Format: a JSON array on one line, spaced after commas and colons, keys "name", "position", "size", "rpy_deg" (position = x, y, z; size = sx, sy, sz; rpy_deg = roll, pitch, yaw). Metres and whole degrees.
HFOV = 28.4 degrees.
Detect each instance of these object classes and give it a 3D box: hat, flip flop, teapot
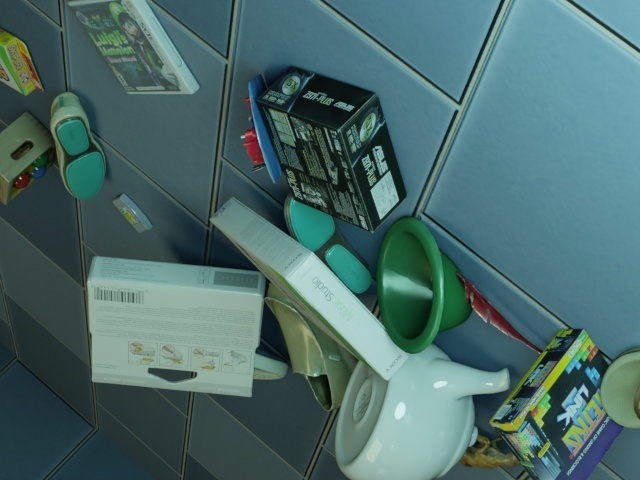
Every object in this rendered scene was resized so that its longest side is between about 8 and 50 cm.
[{"name": "hat", "position": [0.195, 0.070, 1.713], "size": [0.173, 0.183, 0.209], "rpy_deg": [159, 108, -63]}, {"name": "flip flop", "position": [0.419, 0.183, 1.476], "size": [0.112, 0.080, 0.277], "rpy_deg": [47, 153, -12]}, {"name": "teapot", "position": [0.144, 0.270, 1.888], "size": [0.187, 0.253, 0.256], "rpy_deg": [20, 180, -14]}]

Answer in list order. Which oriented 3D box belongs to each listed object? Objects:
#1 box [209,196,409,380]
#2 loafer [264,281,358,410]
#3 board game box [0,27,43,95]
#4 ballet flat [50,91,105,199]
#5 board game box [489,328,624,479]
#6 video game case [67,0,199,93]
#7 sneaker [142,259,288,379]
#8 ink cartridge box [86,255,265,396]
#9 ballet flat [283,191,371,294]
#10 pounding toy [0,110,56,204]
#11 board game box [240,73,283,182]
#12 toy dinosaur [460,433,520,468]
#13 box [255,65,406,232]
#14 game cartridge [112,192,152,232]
[{"name": "box", "position": [-0.022, 0.064, 1.850], "size": [0.232, 0.058, 0.322], "rpy_deg": [47, 175, -28]}, {"name": "loafer", "position": [-0.013, 0.181, 2.109], "size": [0.268, 0.092, 0.102], "rpy_deg": [54, 153, -20]}, {"name": "board game box", "position": [-0.602, -0.350, 2.253], "size": [0.259, 0.039, 0.124], "rpy_deg": [28, 151, 26]}, {"name": "ballet flat", "position": [-0.434, -0.171, 2.238], "size": [0.086, 0.086, 0.248], "rpy_deg": [36, 152, 18]}, {"name": "board game box", "position": [0.309, 0.219, 1.594], "size": [0.141, 0.170, 0.048], "rpy_deg": [51, 153, -17]}, {"name": "video game case", "position": [-0.278, -0.289, 1.868], "size": [0.190, 0.022, 0.173], "rpy_deg": [9, 137, 52]}, {"name": "sneaker", "position": [-0.205, 0.142, 2.327], "size": [0.350, 0.148, 0.131], "rpy_deg": [25, 156, -17]}, {"name": "ink cartridge box", "position": [-0.252, 0.152, 2.204], "size": [0.296, 0.066, 0.261], "rpy_deg": [6, 133, -3]}, {"name": "ballet flat", "position": [0.000, 0.000, 1.843], "size": [0.074, 0.074, 0.203], "rpy_deg": [6, 141, 53]}, {"name": "pounding toy", "position": [-0.600, -0.121, 2.422], "size": [0.094, 0.181, 0.206], "rpy_deg": [43, 155, 2]}, {"name": "board game box", "position": [-0.084, -0.145, 1.654], "size": [0.169, 0.033, 0.133], "rpy_deg": [-68, -36, -76]}, {"name": "toy dinosaur", "position": [0.244, 0.338, 2.001], "size": [0.112, 0.064, 0.211], "rpy_deg": [48, 155, -10]}, {"name": "box", "position": [0.016, -0.117, 1.625], "size": [0.147, 0.077, 0.180], "rpy_deg": [23, 147, 38]}, {"name": "game cartridge", "position": [-0.349, -0.050, 2.351], "size": [0.083, 0.017, 0.056], "rpy_deg": [50, 151, -12]}]
